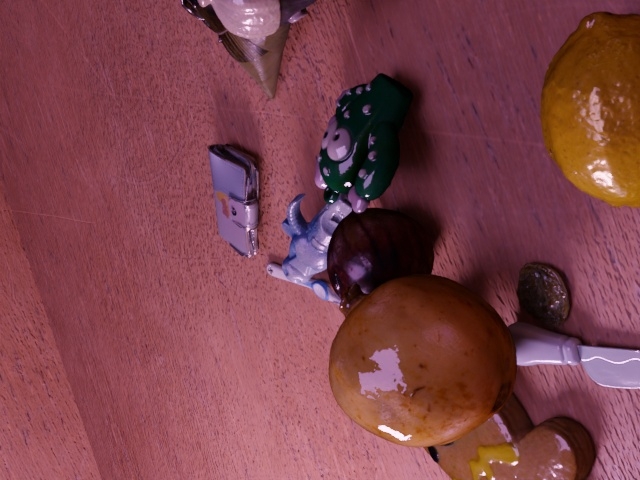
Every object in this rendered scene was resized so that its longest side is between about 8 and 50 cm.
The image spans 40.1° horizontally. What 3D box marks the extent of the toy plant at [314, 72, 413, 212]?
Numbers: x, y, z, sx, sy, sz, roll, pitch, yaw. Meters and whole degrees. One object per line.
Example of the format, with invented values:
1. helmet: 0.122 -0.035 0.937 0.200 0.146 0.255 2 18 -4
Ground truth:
1. toy plant: 0.067 -0.168 1.511 0.232 0.113 0.243 13 84 61

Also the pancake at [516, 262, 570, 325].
1. pancake: 0.347 0.083 1.369 0.108 0.017 0.108 30 131 41

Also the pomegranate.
1. pomegranate: 0.160 0.187 1.362 0.307 0.307 0.307 26 124 45

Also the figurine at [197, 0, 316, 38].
1. figurine: -0.031 -0.438 1.369 0.332 0.204 0.185 -17 88 20

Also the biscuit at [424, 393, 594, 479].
1. biscuit: 0.275 0.342 1.531 0.394 0.076 0.368 54 142 22

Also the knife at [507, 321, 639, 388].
1. knife: 0.413 0.181 1.318 0.331 0.044 0.080 7 114 47

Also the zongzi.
1. zongzi: -0.067 -0.416 1.636 0.289 0.154 0.317 -4 134 39

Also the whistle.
1. whistle: 0.000 0.000 1.724 0.180 0.093 0.269 39 138 3

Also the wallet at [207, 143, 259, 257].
1. wallet: -0.184 -0.090 1.947 0.170 0.069 0.231 35 137 45

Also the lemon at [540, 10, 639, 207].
1. lemon: 0.375 -0.158 1.075 0.204 0.204 0.260 6 123 51

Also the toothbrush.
1. toothbrush: -0.003 0.101 1.817 0.386 0.040 0.040 17 118 48

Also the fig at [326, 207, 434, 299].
1. fig: 0.084 0.011 1.554 0.249 0.186 0.203 58 161 30
